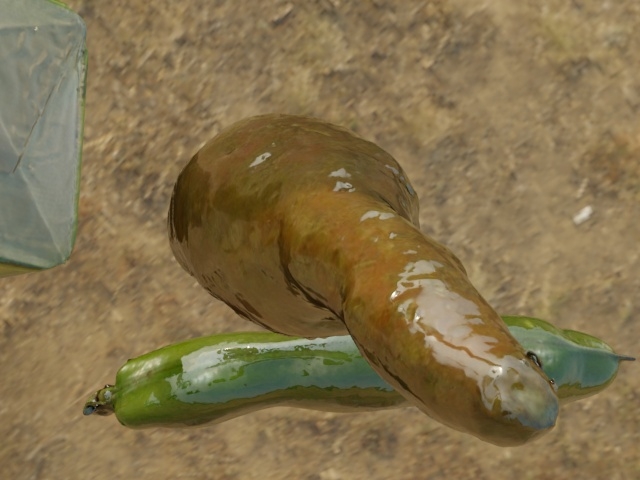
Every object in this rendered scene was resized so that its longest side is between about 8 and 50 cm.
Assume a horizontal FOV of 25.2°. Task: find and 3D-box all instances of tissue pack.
[{"bbox_3d":[-0.295,-0.057,0.787,0.200,0.275,0.167,15,70,-49],"label":"tissue pack"}]

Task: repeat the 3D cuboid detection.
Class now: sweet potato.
[{"bbox_3d":[0.001,-0.001,0.460,0.075,0.269,0.074,-5,103,-22],"label":"sweet potato"}]

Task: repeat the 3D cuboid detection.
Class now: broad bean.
[{"bbox_3d":[0.021,0.058,0.644,0.254,0.065,0.046,-3,61,-8],"label":"broad bean"}]
